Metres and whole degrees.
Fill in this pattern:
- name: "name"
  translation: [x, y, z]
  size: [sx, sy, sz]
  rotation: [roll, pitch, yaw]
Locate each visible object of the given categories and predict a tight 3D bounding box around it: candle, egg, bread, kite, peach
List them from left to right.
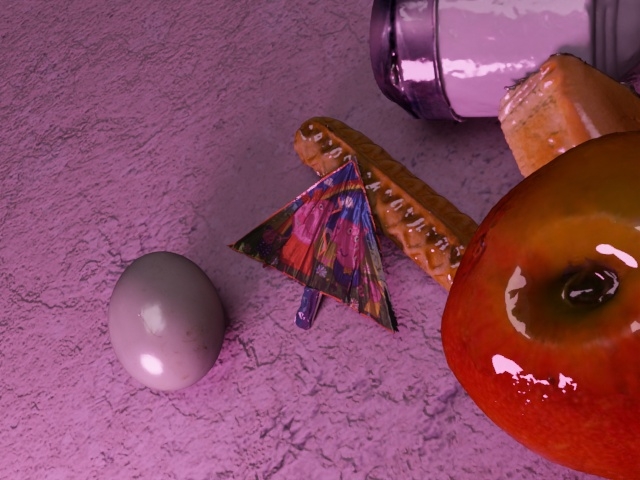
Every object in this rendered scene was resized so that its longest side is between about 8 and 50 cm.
- name: "egg"
  translation: [-0.200, 0.102, 1.130]
  size: [0.149, 0.149, 0.192]
  rotation: [-23, 54, 14]
- name: "kite"
  translation: [0.000, 0.000, 1.119]
  size: [0.321, 0.016, 0.234]
  rotation: [24, 101, 40]
- name: "bread"
  translation: [0.090, -0.054, 1.115]
  size: [0.367, 0.084, 0.077]
  rotation: [43, 133, 36]
- name: "candle"
  translation: [0.248, -0.253, 1.049]
  size: [0.342, 0.221, 0.221]
  rotation: [5, 68, 27]
- name: "bread"
  translation: [0.302, -0.113, 0.969]
  size: [0.140, 0.160, 0.169]
  rotation: [-43, 56, 44]
- name: "peach"
  translation: [0.287, 0.068, 0.785]
  size: [0.372, 0.372, 0.290]
  rotation: [-27, 60, 12]
